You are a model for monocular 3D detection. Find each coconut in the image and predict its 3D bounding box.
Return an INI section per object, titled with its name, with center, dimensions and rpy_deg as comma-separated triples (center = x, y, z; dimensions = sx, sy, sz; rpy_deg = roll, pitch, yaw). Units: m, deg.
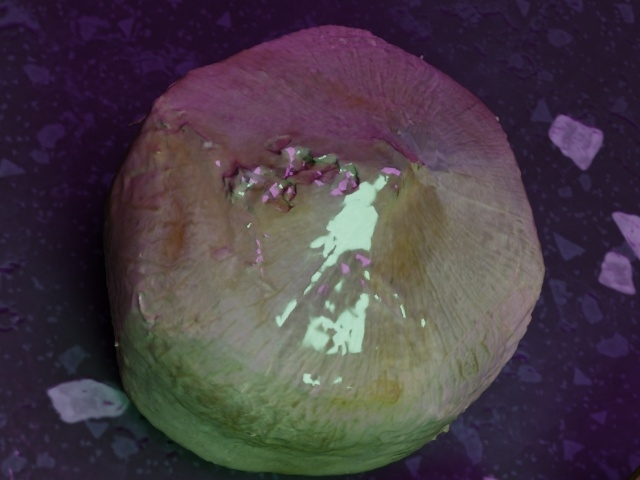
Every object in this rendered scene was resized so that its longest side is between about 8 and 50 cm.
[coconut]
center = 0.000, 0.000, 1.741
dimensions = 0.404, 0.404, 0.405
rpy_deg = 11, 61, -20

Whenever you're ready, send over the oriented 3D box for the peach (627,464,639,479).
[peach]
center = 0.382, 0.328, 1.800
dimensions = 0.315, 0.281, 0.314
rpy_deg = 24, 91, -5
